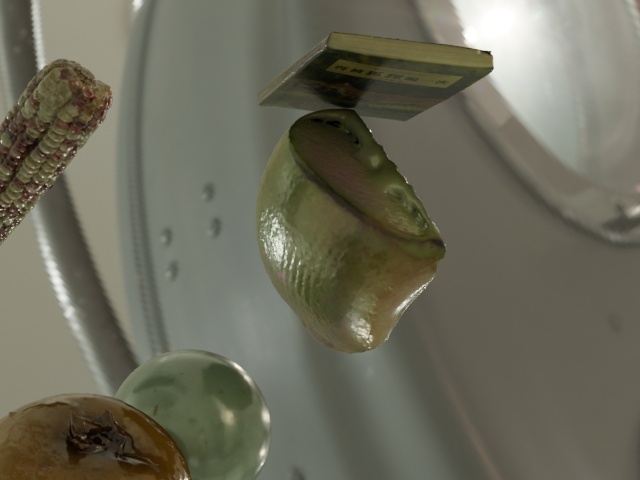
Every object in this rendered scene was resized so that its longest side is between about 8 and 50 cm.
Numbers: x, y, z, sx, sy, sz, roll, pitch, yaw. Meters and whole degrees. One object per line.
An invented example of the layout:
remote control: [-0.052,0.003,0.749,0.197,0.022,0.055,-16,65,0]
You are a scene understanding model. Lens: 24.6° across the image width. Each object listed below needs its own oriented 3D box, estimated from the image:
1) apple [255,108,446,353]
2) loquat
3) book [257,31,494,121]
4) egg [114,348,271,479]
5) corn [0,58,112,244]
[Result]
apple: [0.000,0.000,1.387,0.120,0.193,0.265,9,-149,-27]
loquat: [-0.193,0.221,1.154,0.208,0.208,0.208,17,-127,-25]
book: [0.046,-0.151,1.378,0.160,0.228,0.024,5,-98,-18]
egg: [-0.119,0.174,1.328,0.149,0.149,0.192,43,-177,-4]
corn: [-0.280,-0.070,1.381,0.079,0.237,0.079,32,-156,-16]
